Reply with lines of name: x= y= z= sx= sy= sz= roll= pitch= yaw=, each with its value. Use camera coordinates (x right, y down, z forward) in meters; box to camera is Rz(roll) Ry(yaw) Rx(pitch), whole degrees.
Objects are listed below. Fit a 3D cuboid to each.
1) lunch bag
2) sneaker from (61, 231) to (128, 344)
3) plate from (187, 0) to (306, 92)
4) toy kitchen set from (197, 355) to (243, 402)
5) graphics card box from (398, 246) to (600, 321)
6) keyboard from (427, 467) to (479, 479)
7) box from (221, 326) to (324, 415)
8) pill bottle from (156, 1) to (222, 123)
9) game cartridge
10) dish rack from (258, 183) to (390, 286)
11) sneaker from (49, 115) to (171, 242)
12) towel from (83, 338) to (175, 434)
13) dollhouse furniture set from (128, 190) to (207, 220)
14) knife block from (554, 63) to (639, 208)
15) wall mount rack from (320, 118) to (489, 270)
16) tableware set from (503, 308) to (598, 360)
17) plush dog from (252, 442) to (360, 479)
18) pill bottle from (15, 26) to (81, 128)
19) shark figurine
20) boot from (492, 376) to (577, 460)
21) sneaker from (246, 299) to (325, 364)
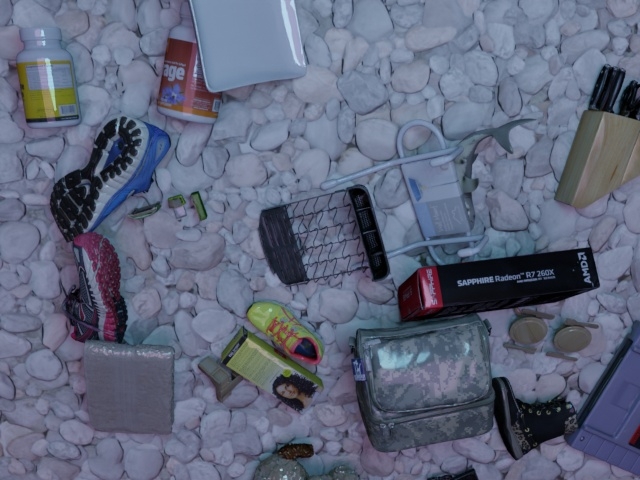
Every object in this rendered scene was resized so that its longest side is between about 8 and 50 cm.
lunch bag: x=0.218 y=0.289 z=1.406 sx=0.305 sy=0.212 sz=0.256 roll=-8 pitch=117 yaw=-3
sneaker: x=-0.469 y=0.113 z=1.309 sx=0.112 sy=0.121 sz=0.299 roll=4 pitch=128 yaw=-4
plate: x=-0.150 y=-0.434 z=1.224 sx=0.277 sy=0.045 sz=0.278 roll=-26 pitch=111 yaw=-45
toy kitchen set: x=-0.227 y=0.308 z=1.476 sx=0.068 sy=0.075 sz=0.083 roll=-37 pitch=148 yaw=-34
graphics card box: x=0.367 y=0.100 z=1.383 sx=0.371 sy=0.233 sz=0.094 roll=-6 pitch=76 yaw=-4
keyboard: x=0.310 y=0.625 z=1.618 sx=0.180 sy=0.023 sz=0.108 roll=-24 pitch=112 yaw=-1
box: x=-0.108 y=0.297 z=1.469 sx=0.232 sy=0.058 sz=0.087 roll=35 pitch=97 yaw=-13
pill bottle: x=-0.245 y=-0.345 z=1.264 sx=0.121 sy=0.121 sz=0.216 roll=10 pitch=102 yaw=-9
game cartridge: x=0.793 y=0.398 z=1.602 sx=0.230 sy=0.068 sz=0.355 roll=25 pitch=99 yaw=-8
dish rack: x=0.000 y=0.000 z=1.371 sx=0.272 sy=0.074 sz=0.208 roll=-12 pitch=105 yaw=16
sneaker: x=-0.412 y=-0.108 z=1.292 sx=0.330 sy=0.147 sz=0.129 roll=-39 pitch=73 yaw=25
towel: x=-0.409 y=0.321 z=1.399 sx=0.187 sy=0.049 sz=0.282 roll=5 pitch=127 yaw=-9
dollhouse furniture set: x=-0.318 y=-0.054 z=1.349 sx=0.152 sy=0.076 sz=0.058 roll=-17 pitch=104 yaw=-3
knife block: x=0.608 y=-0.235 z=1.409 sx=0.276 sy=0.088 sz=0.242 roll=-31 pitch=104 yaw=2
wall mount rack: x=0.184 y=-0.066 z=1.382 sx=0.304 sy=0.130 sz=0.350 roll=-9 pitch=108 yaw=37
tableware set: x=0.542 y=0.216 z=1.530 sx=0.194 sy=0.039 sz=0.128 roll=12 pitch=126 yaw=-3
plush dog: x=-0.063 y=0.601 z=1.498 sx=0.225 sy=0.210 sz=0.262 roll=42 pitch=94 yaw=12
pill bottle: x=-0.527 y=-0.312 z=1.247 sx=0.103 sy=0.103 sz=0.184 roll=-5 pitch=104 yaw=-6
shark figurine: x=0.326 y=-0.175 z=1.373 sx=0.166 sy=0.116 sz=0.278 roll=42 pitch=139 yaw=21
boot: x=0.513 y=0.403 z=1.556 sx=0.179 sy=0.085 sz=0.236 roll=-20 pitch=111 yaw=-4
sneaker: x=-0.072 y=0.206 z=1.432 sx=0.208 sy=0.094 sz=0.081 roll=33 pitch=99 yaw=-12
